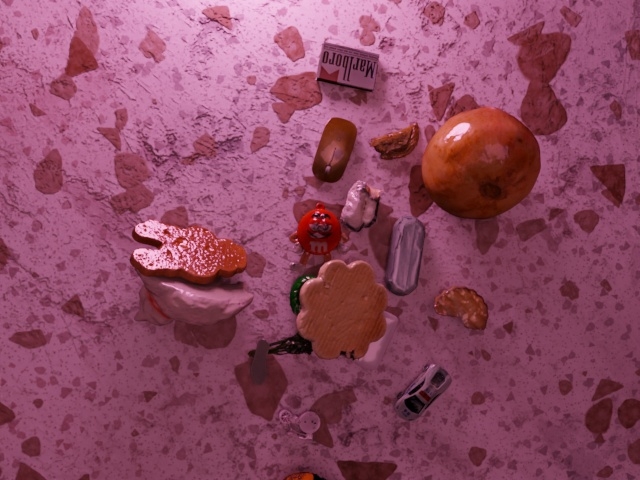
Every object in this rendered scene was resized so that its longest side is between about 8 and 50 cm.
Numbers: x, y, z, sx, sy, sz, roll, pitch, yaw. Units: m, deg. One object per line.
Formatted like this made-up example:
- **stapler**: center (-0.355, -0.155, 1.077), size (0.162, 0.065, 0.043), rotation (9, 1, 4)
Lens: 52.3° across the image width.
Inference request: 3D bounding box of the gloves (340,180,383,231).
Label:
- **gloves**: center (0.121, -0.097, 1.955), size (0.114, 0.070, 0.153), rotation (25, 81, -33)

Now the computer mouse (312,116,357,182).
- **computer mouse**: center (0.042, -0.273, 1.959), size (0.102, 0.045, 0.198), rotation (20, 89, -4)

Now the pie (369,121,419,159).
- **pie**: center (0.232, -0.295, 1.987), size (0.170, 0.034, 0.091), rotation (-18, 91, -12)

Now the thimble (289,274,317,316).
- **thimble**: center (-0.036, 0.170, 1.938), size (0.118, 0.090, 0.130), rotation (33, 87, -8)

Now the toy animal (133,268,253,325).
- **toy animal**: center (-0.371, 0.179, 1.878), size (0.308, 0.266, 0.188), rotation (5, 109, -48)

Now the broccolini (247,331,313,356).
- **broccolini**: center (-0.118, 0.323, 1.964), size (0.201, 0.058, 0.073), rotation (-14, 51, 11)

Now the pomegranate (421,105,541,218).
- **pomegranate**: center (0.461, -0.231, 1.889), size (0.339, 0.338, 0.337), rotation (0, 91, -6)

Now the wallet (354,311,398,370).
- **wallet**: center (0.165, 0.305, 1.994), size (0.095, 0.033, 0.189), rotation (22, 88, -5)

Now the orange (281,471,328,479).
- **orange**: center (-0.046, 0.798, 1.908), size (0.235, 0.182, 0.234), rotation (-2, 95, -18)

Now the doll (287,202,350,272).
- **doll**: center (0.000, 0.000, 1.943), size (0.183, 0.085, 0.217), rotation (12, 99, -7)

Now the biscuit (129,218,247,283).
- **biscuit**: center (-0.372, 0.039, 1.855), size (0.334, 0.201, 0.047), rotation (8, 136, -24)

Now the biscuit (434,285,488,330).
- **biscuit**: center (0.440, 0.202, 2.009), size (0.183, 0.061, 0.118), rotation (26, 87, -9)

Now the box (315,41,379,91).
- **box**: center (0.083, -0.521, 1.961), size (0.178, 0.036, 0.115), rotation (11, 90, -7)

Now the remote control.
- **remote control**: center (0.260, 0.047, 1.990), size (0.104, 0.052, 0.247), rotation (8, 88, -8)

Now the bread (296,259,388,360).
- **bread**: center (0.064, 0.204, 1.900), size (0.316, 0.054, 0.315), rotation (-2, 95, -26)

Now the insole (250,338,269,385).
- **insole**: center (-0.179, 0.365, 1.949), size (0.053, 0.002, 0.152), rotation (16, 106, 7)

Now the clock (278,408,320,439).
- **clock**: center (-0.067, 0.553, 1.969), size (0.129, 0.041, 0.087), rotation (14, 86, -11)

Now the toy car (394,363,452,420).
- **toy car**: center (0.315, 0.470, 2.003), size (0.095, 0.056, 0.205), rotation (45, 86, -7)
